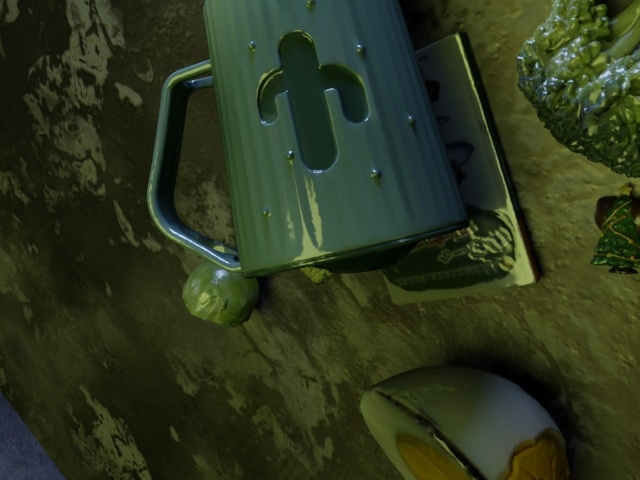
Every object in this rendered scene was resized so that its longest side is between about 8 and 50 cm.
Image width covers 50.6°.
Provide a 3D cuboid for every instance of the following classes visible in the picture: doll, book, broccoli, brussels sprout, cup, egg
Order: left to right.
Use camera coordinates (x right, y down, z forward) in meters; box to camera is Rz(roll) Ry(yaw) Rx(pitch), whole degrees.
[{"bbox_3d":[-0.193,0.089,1.350,0.152,0.149,0.122,29,108,11],"label":"brussels sprout"},{"bbox_3d":[-0.031,-0.139,0.908,0.310,0.401,0.392,166,91,-70],"label":"cup"},{"bbox_3d":[0.161,-0.091,1.033,0.260,0.043,0.370,-15,96,44],"label":"book"},{"bbox_3d":[0.233,0.299,1.015,0.337,0.201,0.337,41,155,25],"label":"egg"},{"bbox_3d":[0.376,-0.010,0.852,0.078,0.077,0.113,4,109,50],"label":"doll"},{"bbox_3d":[0.349,-0.202,0.733,0.247,0.263,0.243,24,118,-5],"label":"broccoli"}]

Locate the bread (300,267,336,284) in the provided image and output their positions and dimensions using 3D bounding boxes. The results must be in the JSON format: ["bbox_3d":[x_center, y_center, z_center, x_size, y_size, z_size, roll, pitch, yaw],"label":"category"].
[{"bbox_3d":[0.000,0.000,1.145,0.069,0.140,0.128,-42,83,34],"label":"bread"}]
